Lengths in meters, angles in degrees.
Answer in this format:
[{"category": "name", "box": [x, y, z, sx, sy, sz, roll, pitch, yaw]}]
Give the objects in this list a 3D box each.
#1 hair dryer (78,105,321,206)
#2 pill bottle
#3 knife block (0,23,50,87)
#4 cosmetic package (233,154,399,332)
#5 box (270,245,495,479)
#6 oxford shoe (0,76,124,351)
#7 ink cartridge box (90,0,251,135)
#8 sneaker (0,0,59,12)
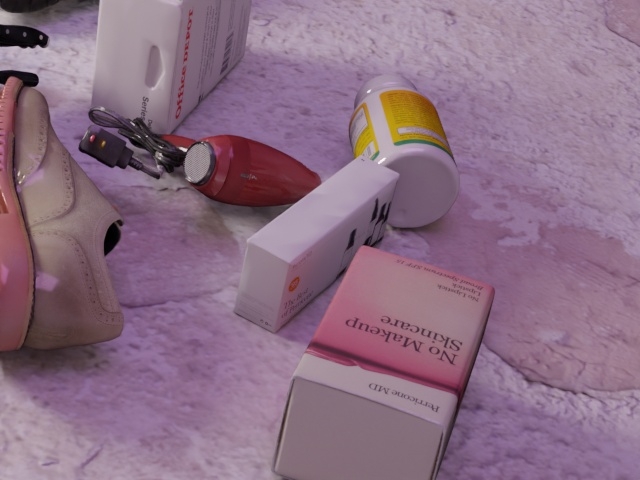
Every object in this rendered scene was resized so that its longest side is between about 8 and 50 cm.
[{"category": "hair dryer", "box": [-0.135, -0.108, 1.580, 0.293, 0.080, 0.223, 20, 14, -8]}, {"category": "pill bottle", "box": [0.097, -0.118, 1.658, 0.117, 0.118, 0.208, 4, 35, -11]}, {"category": "knife block", "box": [-0.437, -0.227, 1.580, 0.242, 0.088, 0.275, -1, 3, -15]}, {"category": "cosmetic package", "box": [0.000, 0.000, 1.476, 0.060, 0.099, 0.239, 26, 37, 21]}, {"category": "box", "box": [0.065, 0.130, 1.282, 0.148, 0.127, 0.232, 18, 34, 8]}, {"category": "oxford shoe", "box": [-0.289, -0.026, 1.418, 0.146, 0.140, 0.397, 8, 41, -22]}, {"category": "ink cartridge box", "box": [-0.186, -0.287, 1.745, 0.114, 0.198, 0.273, 18, 34, 10]}, {"category": "sneaker", "box": [-0.362, -0.434, 1.976, 0.410, 0.158, 0.182, -14, 24, -39]}]
